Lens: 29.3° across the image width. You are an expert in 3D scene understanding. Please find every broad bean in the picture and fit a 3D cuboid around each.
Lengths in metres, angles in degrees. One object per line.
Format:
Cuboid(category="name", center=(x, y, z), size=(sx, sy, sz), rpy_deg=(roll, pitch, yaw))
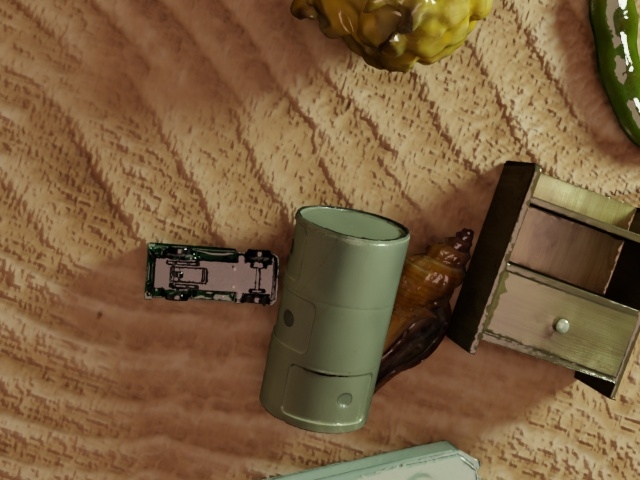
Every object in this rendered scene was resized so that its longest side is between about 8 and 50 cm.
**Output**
Cuboid(category="broad bean", center=(0.346, -0.201, 1.399), size=(0.065, 0.046, 0.255), rpy_deg=(-19, 97, -10))

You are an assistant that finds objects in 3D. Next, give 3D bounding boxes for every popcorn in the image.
Cuboid(category="popcorn", center=(0.066, -0.293, 1.289), size=(0.190, 0.250, 0.250), rpy_deg=(-17, 96, -29))

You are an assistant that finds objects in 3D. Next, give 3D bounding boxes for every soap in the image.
Cuboid(category="soap", center=(0.062, 0.325, 1.388), size=(0.261, 0.094, 0.150), rpy_deg=(-12, 95, -3))

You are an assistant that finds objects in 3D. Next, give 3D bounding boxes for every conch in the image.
Cuboid(category="conch", center=(0.106, 0.082, 1.389), size=(0.086, 0.080, 0.233), rpy_deg=(23, 116, 12))

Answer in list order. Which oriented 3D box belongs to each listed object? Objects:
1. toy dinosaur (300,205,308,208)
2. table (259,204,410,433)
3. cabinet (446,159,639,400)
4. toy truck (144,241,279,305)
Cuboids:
Cuboid(category="toy dinosaur", center=(0.000, 0.000, 1.391), size=(0.047, 0.030, 0.083), rpy_deg=(-11, 99, -6))
Cuboid(category="table", center=(0.014, 0.082, 1.331), size=(0.126, 0.126, 0.220), rpy_deg=(10, 106, -5))
Cuboid(category="cabinet", center=(0.265, 0.043, 1.358), size=(0.174, 0.148, 0.215), rpy_deg=(19, 93, -6))
Cuboid(category="toy truck", center=(-0.120, 0.038, 1.361), size=(0.147, 0.079, 0.065), rpy_deg=(4, 92, -4))
